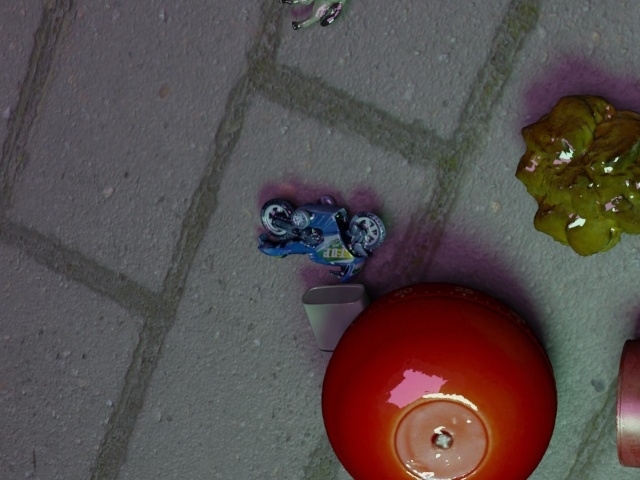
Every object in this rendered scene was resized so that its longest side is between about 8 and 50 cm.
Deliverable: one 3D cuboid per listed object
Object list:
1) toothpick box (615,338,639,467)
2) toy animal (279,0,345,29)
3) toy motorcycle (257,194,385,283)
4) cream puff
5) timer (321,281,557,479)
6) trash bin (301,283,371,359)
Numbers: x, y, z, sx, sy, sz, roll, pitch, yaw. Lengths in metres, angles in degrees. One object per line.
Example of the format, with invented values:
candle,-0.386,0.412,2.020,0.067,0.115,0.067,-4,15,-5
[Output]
toothpick box,0.629,0.258,1.797,0.334,0.204,0.204,1,101,22
toy animal,0.008,-0.467,1.973,0.176,0.073,0.216,-10,101,9
toy motorcycle,0.000,0.000,2.064,0.255,0.092,0.135,10,114,29
cream puff,0.418,-0.100,1.830,0.244,0.196,0.244,8,131,9
timer,0.191,0.259,1.917,0.378,0.279,0.377,2,108,6
trash bin,0.040,0.142,2.065,0.116,0.059,0.130,-5,126,22
